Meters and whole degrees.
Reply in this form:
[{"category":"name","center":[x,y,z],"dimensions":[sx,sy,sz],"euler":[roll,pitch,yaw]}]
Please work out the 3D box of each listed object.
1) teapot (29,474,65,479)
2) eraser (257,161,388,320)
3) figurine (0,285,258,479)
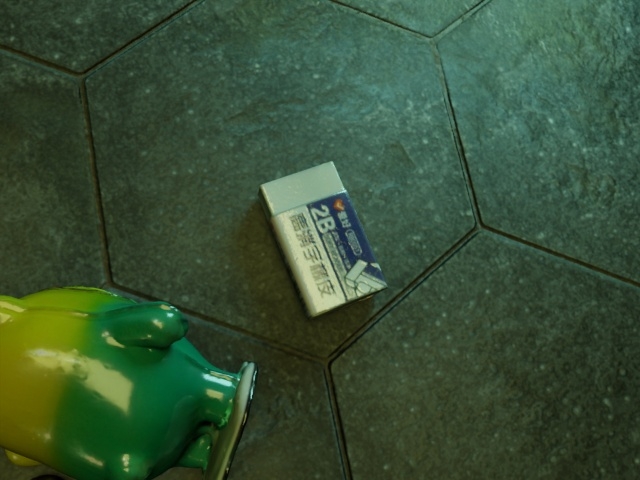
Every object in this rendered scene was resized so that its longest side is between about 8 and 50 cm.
[{"category":"teapot","center":[-0.366,0.343,0.851],"dimensions":[0.121,0.068,0.076],"euler":[-6,78,-10]},{"category":"eraser","center":[0.000,0.000,0.989],"dimensions":[0.125,0.068,0.210],"euler":[-20,80,-12]},{"category":"figurine","center":[-0.266,0.189,0.818],"dimensions":[0.340,0.323,0.231],"euler":[18,31,-8]}]
